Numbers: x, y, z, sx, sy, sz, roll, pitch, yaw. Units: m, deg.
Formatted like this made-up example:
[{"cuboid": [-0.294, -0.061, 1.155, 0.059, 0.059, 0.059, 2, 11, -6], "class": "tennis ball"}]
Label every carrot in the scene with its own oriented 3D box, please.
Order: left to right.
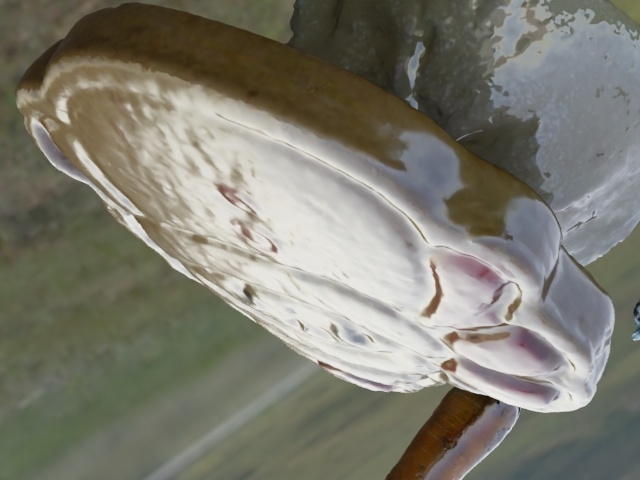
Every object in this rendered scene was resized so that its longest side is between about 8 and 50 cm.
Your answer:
[{"cuboid": [0.084, 0.165, 1.400, 0.161, 0.055, 0.055, -47, 178, -5], "class": "carrot"}]

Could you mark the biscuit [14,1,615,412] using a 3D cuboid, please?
[{"cuboid": [0.000, 0.000, 1.101, 0.074, 0.359, 0.381, -59, 154, -20], "class": "biscuit"}]

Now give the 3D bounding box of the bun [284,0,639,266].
[{"cuboid": [0.091, -0.084, 1.197, 0.205, 0.281, 0.281, -56, 175, 6], "class": "bun"}]

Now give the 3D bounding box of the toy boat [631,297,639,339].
[{"cuboid": [0.282, 0.032, 1.440, 0.061, 0.060, 0.137, -16, 153, -38], "class": "toy boat"}]
